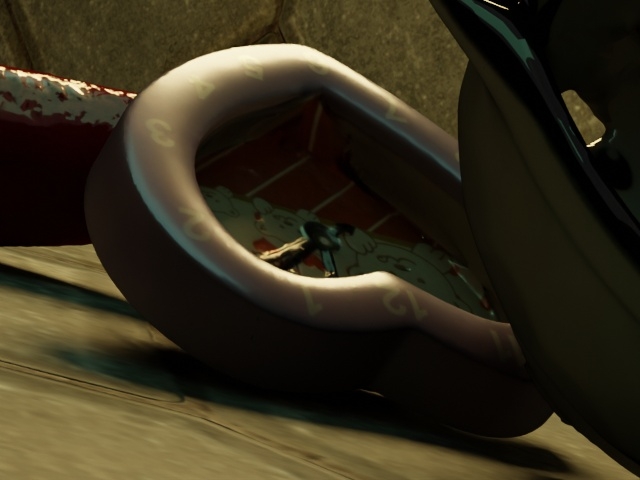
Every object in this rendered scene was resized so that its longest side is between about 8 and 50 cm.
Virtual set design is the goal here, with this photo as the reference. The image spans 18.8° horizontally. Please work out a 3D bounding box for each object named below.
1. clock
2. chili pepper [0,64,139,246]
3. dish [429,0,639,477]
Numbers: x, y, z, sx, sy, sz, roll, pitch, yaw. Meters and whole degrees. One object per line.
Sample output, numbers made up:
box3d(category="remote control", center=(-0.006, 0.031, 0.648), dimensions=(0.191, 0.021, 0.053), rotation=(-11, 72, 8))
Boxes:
box3d(category="clock", center=(0.000, 0.000, 0.710), dimensions=(0.198, 0.064, 0.172), rotation=(15, 36, -30))
box3d(category="chili pepper", center=(-0.163, -0.059, 0.739), dimensions=(0.368, 0.092, 0.137), rotation=(12, -33, -40))
box3d(category="dish", center=(0.149, 0.000, 0.662), dimensions=(0.303, 0.120, 0.303), rotation=(19, 44, -20))
